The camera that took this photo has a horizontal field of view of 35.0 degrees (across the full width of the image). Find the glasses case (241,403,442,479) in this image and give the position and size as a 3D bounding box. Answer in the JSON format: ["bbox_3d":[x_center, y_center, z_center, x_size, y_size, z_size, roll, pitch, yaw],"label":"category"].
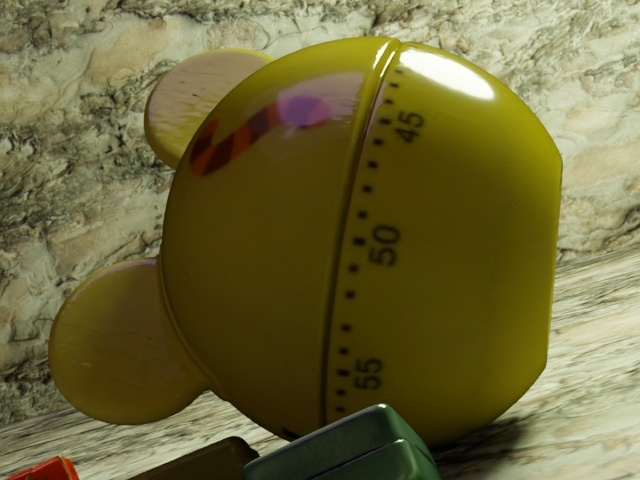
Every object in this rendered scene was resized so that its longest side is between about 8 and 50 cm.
[{"bbox_3d":[0.020,0.129,0.534,0.078,0.039,0.184,-26,-20,3],"label":"glasses case"}]

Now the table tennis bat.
[{"bbox_3d":[-0.199,0.231,0.823,0.321,0.050,0.198,-20,-2,2],"label":"table tennis bat"}]

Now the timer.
[{"bbox_3d":[0.000,0.000,0.840,0.387,0.376,0.376,7,4,13],"label":"timer"}]

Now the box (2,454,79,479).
[{"bbox_3d":[-0.343,0.264,0.931,0.245,0.035,0.139,-22,-9,-16],"label":"box"}]
